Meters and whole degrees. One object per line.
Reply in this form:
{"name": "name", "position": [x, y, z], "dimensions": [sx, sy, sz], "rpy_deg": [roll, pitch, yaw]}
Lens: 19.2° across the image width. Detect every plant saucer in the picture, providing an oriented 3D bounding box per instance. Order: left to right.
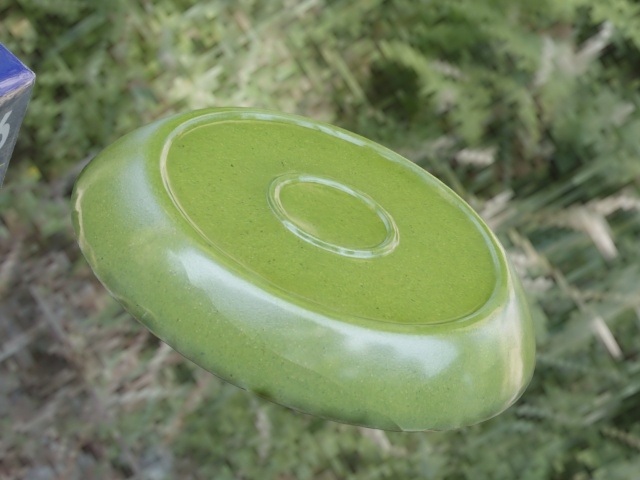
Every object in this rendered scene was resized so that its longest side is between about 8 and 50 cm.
{"name": "plant saucer", "position": [0.000, 0.000, 0.912], "dimensions": [0.241, 0.037, 0.241], "rpy_deg": [17, 30, -10]}

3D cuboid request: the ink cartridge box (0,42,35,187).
{"name": "ink cartridge box", "position": [-0.302, -0.024, 1.257], "dimensions": [0.072, 0.307, 0.303], "rpy_deg": [30, 28, 11]}
